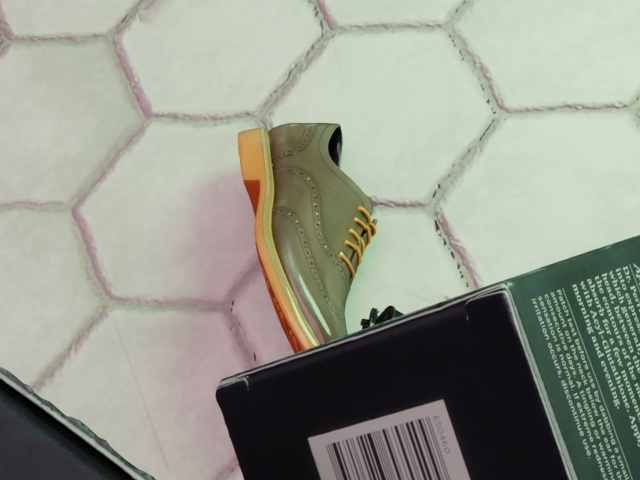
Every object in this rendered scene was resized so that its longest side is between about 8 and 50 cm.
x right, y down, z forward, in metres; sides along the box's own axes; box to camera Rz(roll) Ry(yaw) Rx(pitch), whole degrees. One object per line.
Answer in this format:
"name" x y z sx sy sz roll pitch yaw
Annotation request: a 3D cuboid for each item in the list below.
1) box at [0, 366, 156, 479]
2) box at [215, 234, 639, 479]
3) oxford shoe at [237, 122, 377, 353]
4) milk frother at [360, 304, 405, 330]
"box" -0.194 0.372 0.819 0.297 0.472 0.480 30 75 28
"box" 0.170 0.136 1.160 0.293 0.395 0.212 -23 84 38
"oxford shoe" 0.000 0.000 1.523 0.133 0.130 0.363 -15 52 1
"milk frother" 0.105 0.128 1.464 0.135 0.129 0.143 27 35 -10
